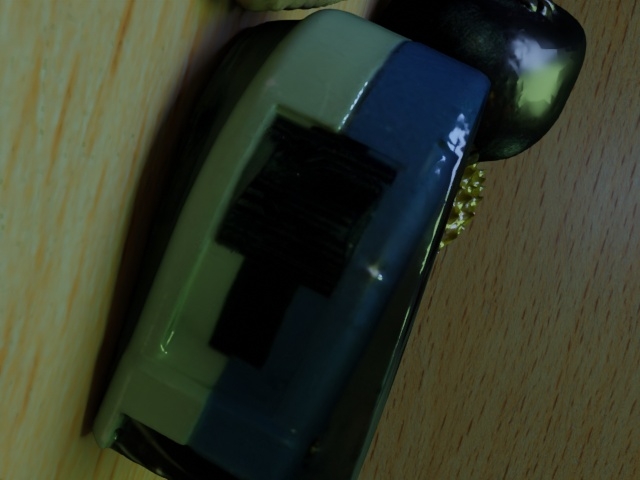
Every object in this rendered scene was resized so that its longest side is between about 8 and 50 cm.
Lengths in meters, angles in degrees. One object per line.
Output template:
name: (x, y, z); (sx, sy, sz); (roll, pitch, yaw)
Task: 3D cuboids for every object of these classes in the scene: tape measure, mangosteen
tape measure: (-0.002, 0.002, 0.505); (0.259, 0.138, 0.262); (-47, 154, -73)
mangosteen: (0.145, -0.167, 0.890); (0.243, 0.243, 0.243); (17, 90, -81)

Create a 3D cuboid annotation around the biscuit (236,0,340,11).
biscuit: (0.025, -0.282, 0.442); (0.217, 0.044, 0.325); (-50, 156, -66)

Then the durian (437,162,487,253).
durian: (0.122, -0.074, 1.098); (0.154, 0.186, 0.260); (104, -5, -61)
